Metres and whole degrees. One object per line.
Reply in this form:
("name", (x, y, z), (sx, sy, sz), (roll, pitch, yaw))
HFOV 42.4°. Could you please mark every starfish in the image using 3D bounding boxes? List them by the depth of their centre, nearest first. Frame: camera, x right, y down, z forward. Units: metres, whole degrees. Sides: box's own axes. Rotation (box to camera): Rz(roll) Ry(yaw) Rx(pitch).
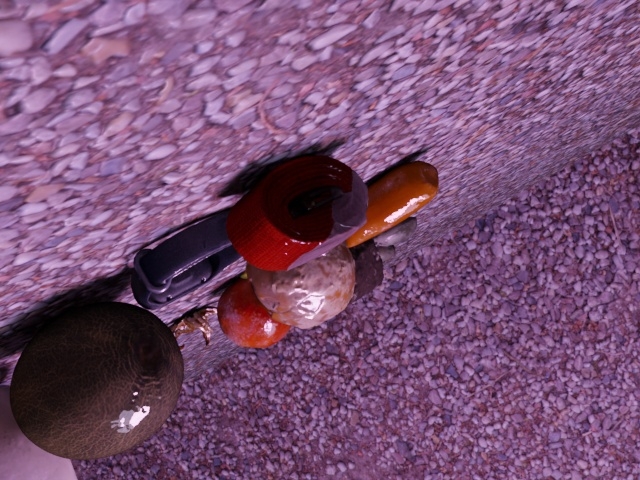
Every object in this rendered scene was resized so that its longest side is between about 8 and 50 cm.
("starfish", (-0.296, 0.213, 1.928), (0.190, 0.074, 0.146), (-32, 169, 25))

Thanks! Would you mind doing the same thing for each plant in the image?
("plant", (0.088, 0.018, 1.806), (0.146, 0.149, 0.274), (17, -136, 37))

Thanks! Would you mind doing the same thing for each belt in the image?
("belt", (-0.034, -0.035, 1.152), (0.201, 0.128, 0.124), (-22, 170, -43))

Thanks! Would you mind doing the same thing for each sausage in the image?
("sausage", (0.116, -0.068, 1.533), (0.238, 0.098, 0.098), (-31, 171, 23))

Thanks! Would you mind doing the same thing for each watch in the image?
("watch", (-0.192, 0.027, 1.239), (0.206, 0.068, 0.193), (-25, 168, -43))

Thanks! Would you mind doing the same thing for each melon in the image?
("melon", (-0.351, 0.219, 1.290), (0.302, 0.237, 0.237), (-29, 173, 38))

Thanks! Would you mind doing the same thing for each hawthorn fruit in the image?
("hawthorn fruit", (-0.132, 0.149, 1.787), (0.173, 0.172, 0.173), (-27, 171, -5))

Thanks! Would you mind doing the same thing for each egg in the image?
("egg", (-0.031, 0.063, 1.499), (0.195, 0.194, 0.233), (-30, 161, 14))

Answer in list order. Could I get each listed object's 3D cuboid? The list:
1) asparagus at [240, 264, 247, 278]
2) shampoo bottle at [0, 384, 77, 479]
("asparagus", (0.000, 0.002, 1.644), (0.343, 0.082, 0.085), (-25, -154, -16))
("shampoo bottle", (-0.591, 0.418, 1.416), (0.317, 0.322, 0.322), (-33, 175, -30))
